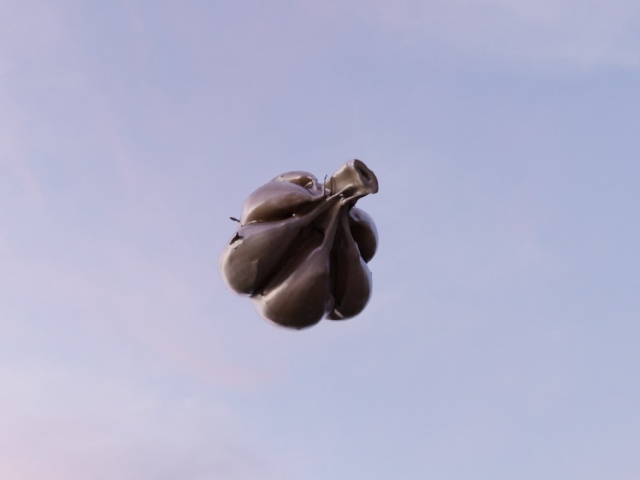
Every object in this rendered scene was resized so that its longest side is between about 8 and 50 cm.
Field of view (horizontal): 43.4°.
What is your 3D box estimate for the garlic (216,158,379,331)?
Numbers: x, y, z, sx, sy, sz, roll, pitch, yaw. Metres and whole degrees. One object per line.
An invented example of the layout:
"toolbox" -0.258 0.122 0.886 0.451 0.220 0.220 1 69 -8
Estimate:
"garlic" 0.000 0.000 0.643 0.131 0.127 0.194 28 -33 -20
